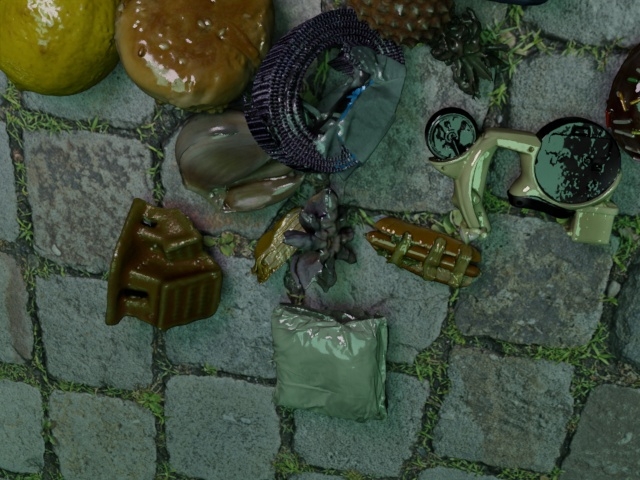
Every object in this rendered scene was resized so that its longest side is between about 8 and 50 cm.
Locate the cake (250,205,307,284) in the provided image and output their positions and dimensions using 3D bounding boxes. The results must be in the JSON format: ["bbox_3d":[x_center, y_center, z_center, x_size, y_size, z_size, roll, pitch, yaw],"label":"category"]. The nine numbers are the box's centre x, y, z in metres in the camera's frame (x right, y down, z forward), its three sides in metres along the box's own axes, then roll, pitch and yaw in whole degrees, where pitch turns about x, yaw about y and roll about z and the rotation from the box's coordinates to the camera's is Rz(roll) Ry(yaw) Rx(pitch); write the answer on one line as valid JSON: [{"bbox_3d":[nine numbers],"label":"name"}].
[{"bbox_3d":[-0.092,0.010,1.560,0.185,0.116,0.079,-32,108,25],"label":"cake"}]

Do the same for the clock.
[{"bbox_3d":[0.391,-0.118,1.414,0.380,0.120,0.276,3,108,8],"label":"clock"}]

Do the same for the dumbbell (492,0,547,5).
[{"bbox_3d":[0.343,-0.563,1.207,0.144,0.156,0.316,-2,117,-22],"label":"dumbbell"}]

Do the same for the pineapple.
[{"bbox_3d":[0.191,-0.387,1.279,0.175,0.175,0.361,-35,128,22],"label":"pineapple"}]

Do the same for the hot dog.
[{"bbox_3d":[0.218,0.026,1.532,0.270,0.072,0.109,19,113,0],"label":"hot dog"}]

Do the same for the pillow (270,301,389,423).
[{"bbox_3d":[0.017,0.281,1.643,0.284,0.138,0.309,3,117,9],"label":"pillow"}]

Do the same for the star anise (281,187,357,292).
[{"bbox_3d":[0.000,0.000,1.504,0.093,0.229,0.236,20,108,38],"label":"star anise"}]

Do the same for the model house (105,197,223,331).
[{"bbox_3d":[-0.333,0.065,1.590,0.239,0.173,0.267,15,118,4],"label":"model house"}]

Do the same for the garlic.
[{"bbox_3d":[-0.162,-0.163,1.445,0.292,0.210,0.237,-31,99,30],"label":"garlic"}]

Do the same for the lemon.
[{"bbox_3d":[-0.505,-0.415,1.363,0.322,0.268,0.268,-34,104,29],"label":"lemon"}]

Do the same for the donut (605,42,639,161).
[{"bbox_3d":[0.649,-0.253,1.288,0.270,0.103,0.269,-2,109,-5],"label":"donut"}]

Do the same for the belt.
[{"bbox_3d":[0.018,-0.274,1.327,0.260,0.122,0.324,42,74,-22],"label":"belt"}]

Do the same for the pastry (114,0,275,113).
[{"bbox_3d":[-0.233,-0.383,1.336,0.285,0.184,0.315,26,76,-11],"label":"pastry"}]
